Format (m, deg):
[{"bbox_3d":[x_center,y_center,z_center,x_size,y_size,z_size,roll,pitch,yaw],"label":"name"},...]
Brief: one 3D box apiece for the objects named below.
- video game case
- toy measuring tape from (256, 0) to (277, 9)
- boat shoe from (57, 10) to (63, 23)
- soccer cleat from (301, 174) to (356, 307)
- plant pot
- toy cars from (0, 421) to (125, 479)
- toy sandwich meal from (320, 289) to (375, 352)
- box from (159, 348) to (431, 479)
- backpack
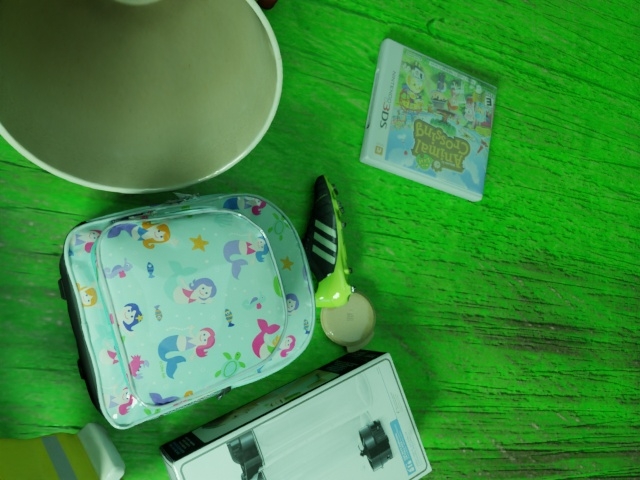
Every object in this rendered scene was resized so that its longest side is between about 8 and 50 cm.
[{"bbox_3d":[0.170,-0.179,0.877,0.212,0.023,0.194,16,78,-23],"label":"video game case"},{"bbox_3d":[-0.068,-0.405,0.744,0.121,0.121,0.330,29,73,-19],"label":"toy measuring tape"},{"bbox_3d":[-0.309,-0.241,0.641,0.050,0.045,0.135,16,82,-58],"label":"boat shoe"},{"bbox_3d":[0.000,0.000,0.760,0.072,0.060,0.179,-9,77,7],"label":"soccer cleat"},{"bbox_3d":[-0.189,-0.233,0.589,0.256,0.256,0.274,4,47,-24],"label":"plant pot"},{"bbox_3d":[-0.303,0.154,0.526,0.087,0.176,0.393,-46,104,-4],"label":"toy cars"},{"bbox_3d":[0.038,0.106,0.781,0.085,0.029,0.086,2,80,-14],"label":"toy sandwich meal"},{"bbox_3d":[-0.024,0.266,0.699,0.289,0.087,0.169,-20,92,-25],"label":"box"},{"bbox_3d":[-0.130,0.060,0.628,0.253,0.191,0.225,-13,89,-31],"label":"backpack"}]
